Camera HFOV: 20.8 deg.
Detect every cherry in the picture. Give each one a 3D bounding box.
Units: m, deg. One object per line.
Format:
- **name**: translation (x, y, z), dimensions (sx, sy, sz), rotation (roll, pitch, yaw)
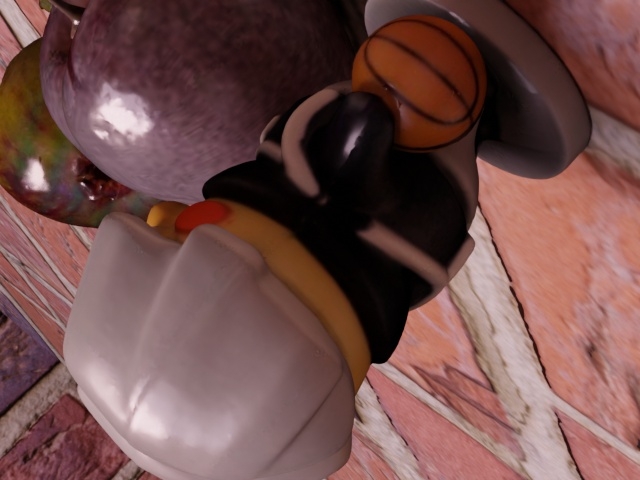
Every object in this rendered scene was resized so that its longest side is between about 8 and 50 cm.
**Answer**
- **cherry**: translation (-0.056, -0.085, 0.861), dimensions (0.176, 0.140, 0.176), rotation (23, 177, 1)

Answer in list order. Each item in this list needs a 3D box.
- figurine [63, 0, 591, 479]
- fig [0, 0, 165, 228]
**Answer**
- **figurine**: translation (0.000, 0.000, 0.731), dimensions (0.133, 0.236, 0.176), rotation (38, 165, 15)
- **fig**: translation (-0.149, -0.103, 1.151), dimensions (0.149, 0.149, 0.245), rotation (53, -172, -32)
